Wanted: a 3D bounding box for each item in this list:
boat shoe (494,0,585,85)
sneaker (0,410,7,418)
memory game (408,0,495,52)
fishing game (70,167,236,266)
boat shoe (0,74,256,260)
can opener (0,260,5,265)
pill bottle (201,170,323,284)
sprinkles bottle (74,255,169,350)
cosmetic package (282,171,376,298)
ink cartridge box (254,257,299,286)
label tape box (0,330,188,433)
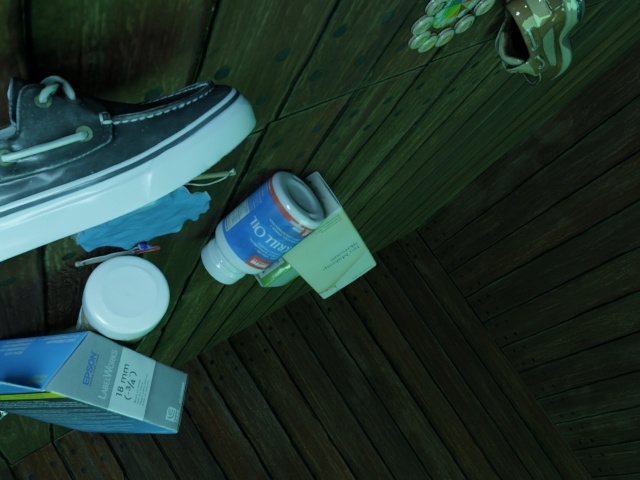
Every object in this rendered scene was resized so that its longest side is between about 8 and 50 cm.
[{"bbox_3d":[0.363,-0.356,1.027,0.120,0.122,0.324,-30,163,9],"label":"boat shoe"},{"bbox_3d":[-0.657,0.318,0.915,0.147,0.129,0.330,-40,169,19],"label":"sneaker"},{"bbox_3d":[0.205,-0.339,0.852,0.186,0.012,0.186,-33,170,-6],"label":"memory game"},{"bbox_3d":[-0.244,-0.034,0.807,0.189,0.041,0.264,-15,167,-41],"label":"fishing game"},{"bbox_3d":[-0.210,-0.070,0.460,0.335,0.119,0.121,-29,-156,-20],"label":"boat shoe"},{"bbox_3d":[-0.426,0.057,0.640,0.186,0.073,0.059,-38,131,9],"label":"can opener"},{"bbox_3d":[-0.112,-0.015,1.075,0.221,0.124,0.124,-39,169,24],"label":"pill bottle"},{"bbox_3d":[-0.350,0.138,1.002,0.121,0.121,0.355,-28,173,-32],"label":"sprinkles bottle"},{"bbox_3d":[0.000,0.000,1.282,0.160,0.113,0.309,-35,150,3],"label":"cosmetic package"},{"bbox_3d":[-0.072,0.035,1.557,0.189,0.097,0.255,-35,172,5],"label":"ink cartridge box"},{"bbox_3d":[-0.406,0.211,0.902,0.241,0.105,0.334,-9,149,27],"label":"label tape box"}]
